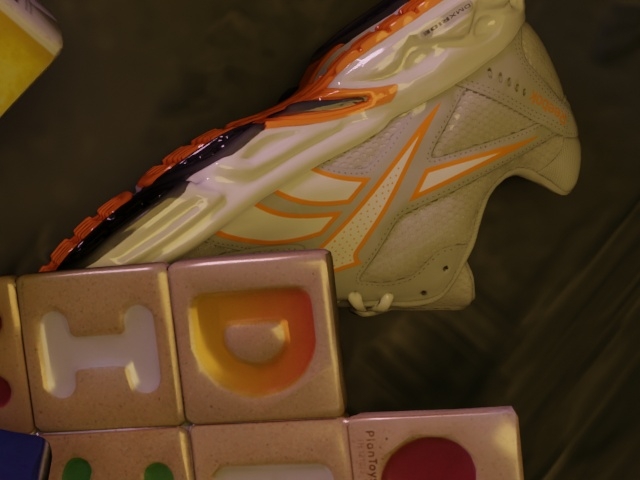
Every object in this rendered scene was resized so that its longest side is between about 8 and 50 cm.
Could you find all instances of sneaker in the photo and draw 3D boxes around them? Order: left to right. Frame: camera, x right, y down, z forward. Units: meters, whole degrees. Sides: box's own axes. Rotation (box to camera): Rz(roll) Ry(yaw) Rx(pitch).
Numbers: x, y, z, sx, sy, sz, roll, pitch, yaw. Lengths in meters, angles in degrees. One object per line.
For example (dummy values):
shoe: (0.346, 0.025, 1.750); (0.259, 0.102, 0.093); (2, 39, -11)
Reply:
sneaker: (0.000, 0.000, 0.545); (0.262, 0.099, 0.121); (-36, 103, -8)

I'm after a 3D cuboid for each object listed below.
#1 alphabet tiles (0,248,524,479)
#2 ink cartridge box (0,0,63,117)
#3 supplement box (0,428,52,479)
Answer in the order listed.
alphabet tiles: (-0.090, 0.152, 0.494); (0.342, 0.011, 0.285); (-5, 96, 13)
ink cartridge box: (-0.293, -0.050, 0.399); (0.307, 0.072, 0.303); (-48, 121, 3)
supplement box: (-0.221, 0.230, 0.392); (0.194, 0.195, 0.356); (15, 110, -10)
